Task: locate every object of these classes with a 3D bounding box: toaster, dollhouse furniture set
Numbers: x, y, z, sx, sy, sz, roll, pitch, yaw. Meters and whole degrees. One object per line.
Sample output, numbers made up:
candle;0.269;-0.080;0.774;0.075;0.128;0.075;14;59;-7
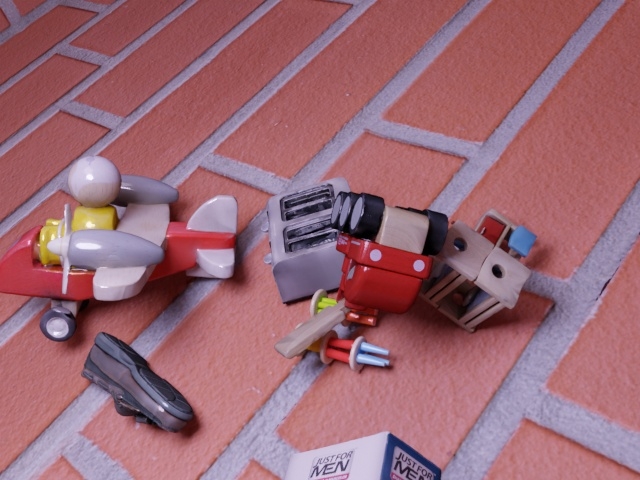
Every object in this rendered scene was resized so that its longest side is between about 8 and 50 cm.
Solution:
toaster;0.000;0.000;1.208;0.185;0.110;0.168;-15;44;7
dollhouse furniture set;0.230;0.009;1.054;0.129;0.129;0.184;36;62;0

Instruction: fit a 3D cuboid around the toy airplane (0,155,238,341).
toy airplane;-0.324;-0.019;1.235;0.386;0.273;0.384;3;27;42

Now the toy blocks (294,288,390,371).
toy blocks;0.046;0.136;1.097;0.148;0.054;0.123;9;50;27

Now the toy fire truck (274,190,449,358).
toy fire truck;0.046;0.061;1.004;0.158;0.247;0.217;14;2;-11

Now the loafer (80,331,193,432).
loafer;-0.287;0.233;1.125;0.267;0.096;0.084;28;82;47

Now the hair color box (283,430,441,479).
hair color box;0.015;0.394;0.772;0.173;0.105;0.347;-26;35;40
